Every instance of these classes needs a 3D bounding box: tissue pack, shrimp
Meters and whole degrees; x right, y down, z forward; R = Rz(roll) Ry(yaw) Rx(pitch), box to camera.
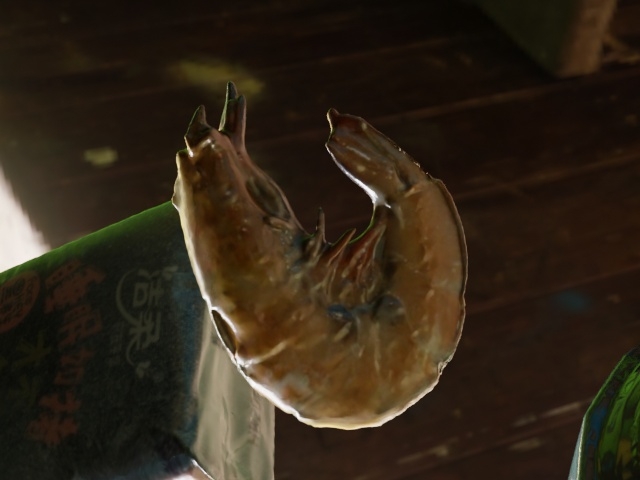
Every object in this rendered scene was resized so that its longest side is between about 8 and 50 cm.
[{"bbox_3d":[-0.180,0.114,1.138,0.315,0.103,0.228,-21,51,29],"label":"tissue pack"},{"bbox_3d":[-0.001,0.001,0.794,0.187,0.132,0.051,61,172,2],"label":"shrimp"}]

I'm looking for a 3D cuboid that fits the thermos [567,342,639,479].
[{"bbox_3d":[0.138,0.168,0.456,0.182,0.145,0.287,48,150,41],"label":"thermos"}]
